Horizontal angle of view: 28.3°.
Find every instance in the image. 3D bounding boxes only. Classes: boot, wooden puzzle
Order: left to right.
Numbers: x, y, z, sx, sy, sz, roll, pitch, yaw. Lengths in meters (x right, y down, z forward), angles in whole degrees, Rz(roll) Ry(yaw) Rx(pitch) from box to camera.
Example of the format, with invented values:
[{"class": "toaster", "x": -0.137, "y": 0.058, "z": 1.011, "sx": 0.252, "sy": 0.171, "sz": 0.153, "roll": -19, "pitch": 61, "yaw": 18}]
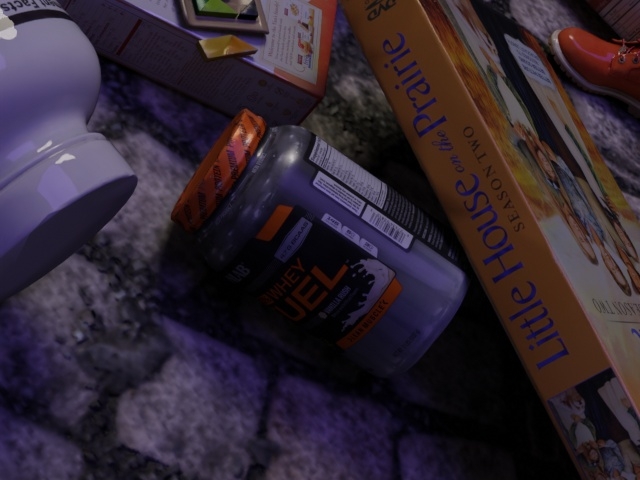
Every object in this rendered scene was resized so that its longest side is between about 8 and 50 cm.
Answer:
[{"class": "wooden puzzle", "x": -0.073, "y": -0.181, "z": 0.924, "sx": 0.078, "sy": 0.014, "sz": 0.116, "roll": -6, "pitch": 65, "yaw": -37}, {"class": "boot", "x": 0.298, "y": -0.176, "z": 1.226, "sx": 0.158, "sy": 0.084, "sz": 0.059, "roll": 22, "pitch": 52, "yaw": -19}]

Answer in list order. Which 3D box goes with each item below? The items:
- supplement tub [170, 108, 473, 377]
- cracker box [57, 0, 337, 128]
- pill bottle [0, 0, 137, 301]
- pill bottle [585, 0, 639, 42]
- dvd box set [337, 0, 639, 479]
[{"class": "supplement tub", "x": 0.000, "y": 0.000, "z": 0.873, "sx": 0.190, "sy": 0.117, "sz": 0.117, "roll": 34, "pitch": 47, "yaw": -10}, {"class": "cracker box", "x": -0.102, "y": -0.194, "z": 0.969, "sx": 0.232, "sy": 0.067, "sz": 0.155, "roll": 25, "pitch": 49, "yaw": -21}, {"class": "pill bottle", "x": -0.254, "y": -0.121, "z": 0.734, "sx": 0.323, "sy": 0.181, "sz": 0.181, "roll": 51, "pitch": 46, "yaw": 4}, {"class": "pill bottle", "x": 0.342, "y": -0.253, "z": 1.283, "sx": 0.216, "sy": 0.121, "sz": 0.121, "roll": 47, "pitch": 46, "yaw": 1}, {"class": "dvd box set", "x": 0.184, "y": -0.003, "z": 0.962, "sx": 0.307, "sy": 0.062, "sz": 0.420, "roll": 10, "pitch": 51, "yaw": -60}]
